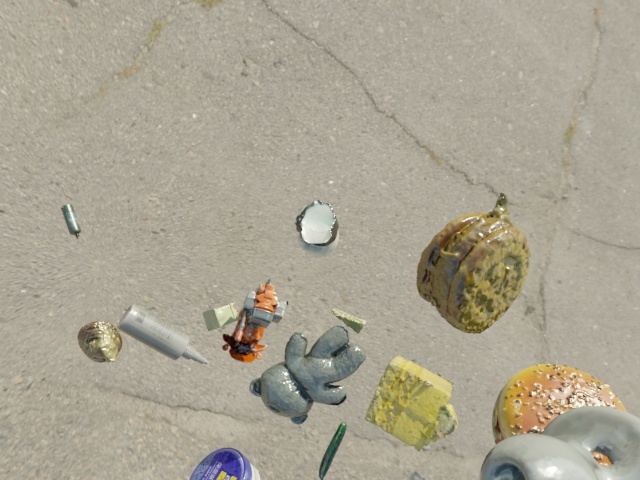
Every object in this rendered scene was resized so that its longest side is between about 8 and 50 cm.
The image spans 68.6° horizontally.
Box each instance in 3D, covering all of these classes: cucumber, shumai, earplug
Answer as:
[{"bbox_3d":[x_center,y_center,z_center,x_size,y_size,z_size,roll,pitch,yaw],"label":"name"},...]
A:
[{"bbox_3d":[0.035,0.652,1.462,0.036,0.033,0.184,34,78,-33],"label":"cucumber"},{"bbox_3d":[-0.669,0.311,1.413,0.123,0.105,0.139,-8,92,-10],"label":"shumai"},{"bbox_3d":[0.416,0.387,0.776,0.326,0.214,0.174,-15,120,-14],"label":"earplug"}]

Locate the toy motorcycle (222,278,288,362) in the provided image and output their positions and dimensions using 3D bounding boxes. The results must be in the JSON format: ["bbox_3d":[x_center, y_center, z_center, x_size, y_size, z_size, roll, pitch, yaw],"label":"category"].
[{"bbox_3d":[-0.211,0.258,1.466,0.148,0.325,0.221,18,57,-13],"label":"toy motorcycle"}]

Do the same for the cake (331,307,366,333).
[{"bbox_3d":[0.097,0.297,1.743,0.140,0.051,0.055,22,103,11],"label":"cake"}]

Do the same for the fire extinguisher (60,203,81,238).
[{"bbox_3d":[-0.554,-0.037,1.050,0.025,0.038,0.083,-20,81,-24],"label":"fire extinguisher"}]

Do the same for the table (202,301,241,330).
[{"bbox_3d":[-0.304,0.233,1.449,0.083,0.079,0.062,-15,84,-44],"label":"table"}]

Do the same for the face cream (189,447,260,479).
[{"bbox_3d":[-0.283,0.733,1.387,0.206,0.206,0.111,-46,125,-20],"label":"face cream"}]

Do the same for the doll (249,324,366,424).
[{"bbox_3d":[-0.025,0.390,1.392,0.340,0.158,0.246,-43,92,0],"label":"doll"}]

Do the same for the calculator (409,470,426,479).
[{"bbox_3d":[0.288,0.671,1.177,0.041,0.298,0.185,-34,59,-7],"label":"calculator"}]

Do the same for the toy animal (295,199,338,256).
[{"bbox_3d":[-0.014,-0.022,1.510,0.138,0.179,0.166,33,66,18],"label":"toy animal"}]

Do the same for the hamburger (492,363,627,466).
[{"bbox_3d":[0.530,0.418,1.035,0.301,0.176,0.300,-2,55,2],"label":"hamburger"}]

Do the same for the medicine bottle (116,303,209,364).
[{"bbox_3d":[-0.311,0.203,0.956,0.199,0.058,0.057,37,73,-23],"label":"medicine bottle"}]

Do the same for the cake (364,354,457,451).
[{"bbox_3d":[0.332,0.552,1.581,0.286,0.227,0.222,24,93,19],"label":"cake"}]

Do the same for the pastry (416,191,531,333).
[{"bbox_3d":[0.315,0.064,0.926,0.235,0.132,0.240,-30,134,-11],"label":"pastry"}]
